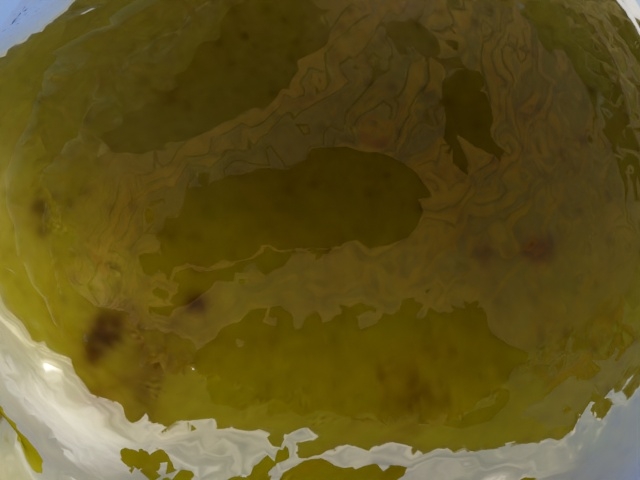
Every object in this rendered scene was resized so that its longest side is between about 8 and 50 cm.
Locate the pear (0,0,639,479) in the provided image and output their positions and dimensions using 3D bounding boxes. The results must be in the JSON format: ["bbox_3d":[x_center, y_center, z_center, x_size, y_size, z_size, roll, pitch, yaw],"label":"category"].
[{"bbox_3d":[0.000,0.000,0.557,0.418,0.362,0.362,-23,-119,-45],"label":"pear"}]
